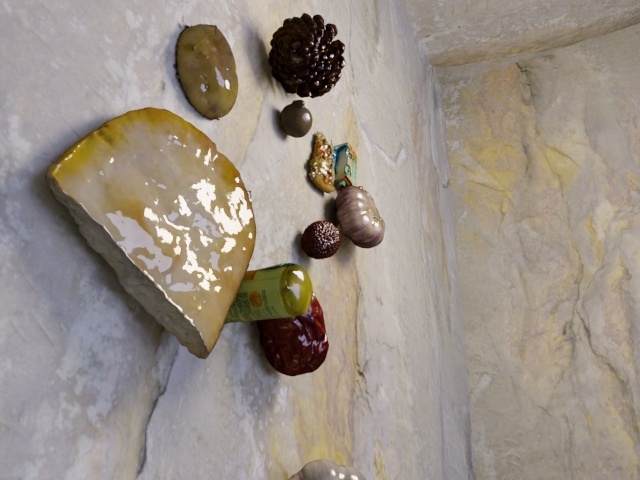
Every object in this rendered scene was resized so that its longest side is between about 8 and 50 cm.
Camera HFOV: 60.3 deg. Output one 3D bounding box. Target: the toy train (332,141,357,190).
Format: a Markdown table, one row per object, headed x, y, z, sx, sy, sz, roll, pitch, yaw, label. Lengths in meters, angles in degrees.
| x | y | z | sx | sy | sz | roll | pitch | yaw | label |
| --- | --- | --- | --- | --- | --- | --- | --- | --- | --- |
| 0.085 | -0.263 | 2.010 | 0.099 | 0.072 | 0.187 | 50 | 37 | -53 | toy train |

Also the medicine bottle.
| x | y | z | sx | sy | sz | roll | pitch | yaw | label |
| --- | --- | --- | --- | --- | --- | --- | --- | --- | --- |
| -0.132 | 0.120 | 1.230 | 0.124 | 0.239 | 0.124 | -11 | 90 | -67 | medicine bottle |

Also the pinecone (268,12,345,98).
| x | y | z | sx | sy | sz | roll | pitch | yaw | label |
| --- | --- | --- | --- | --- | --- | --- | --- | --- | --- |
| -0.036 | -0.566 | 1.731 | 0.292 | 0.247 | 0.246 | 17 | 63 | -82 | pinecone |

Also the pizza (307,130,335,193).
| x | y | z | sx | sy | sz | roll | pitch | yaw | label |
| --- | --- | --- | --- | --- | --- | --- | --- | --- | --- |
| 0.019 | -0.262 | 1.881 | 0.147 | 0.069 | 0.226 | 52 | 37 | -38 | pizza |

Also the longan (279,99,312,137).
| x | y | z | sx | sy | sz | roll | pitch | yaw | label |
| --- | --- | --- | --- | --- | --- | --- | --- | --- | --- |
| -0.074 | -0.378 | 1.698 | 0.106 | 0.106 | 0.119 | -54 | 159 | -56 | longan |

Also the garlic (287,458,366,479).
| x | y | z | sx | sy | sz | roll | pitch | yaw | label |
| --- | --- | --- | --- | --- | --- | --- | --- | --- | --- |
| 0.004 | 0.650 | 1.378 | 0.253 | 0.245 | 0.244 | -165 | -120 | -78 | garlic |

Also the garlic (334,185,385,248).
| x | y | z | sx | sy | sz | roll | pitch | yaw | label |
| --- | --- | --- | --- | --- | --- | --- | --- | --- | --- |
| 0.126 | -0.073 | 1.925 | 0.245 | 0.161 | 0.244 | 49 | 20 | -25 | garlic |

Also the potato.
| x | y | z | sx | sy | sz | roll | pitch | yaw | label |
| --- | --- | --- | --- | --- | --- | --- | --- | --- | --- |
| -0.276 | -0.418 | 1.335 | 0.138 | 0.098 | 0.243 | -36 | 110 | -60 | potato |

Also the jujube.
| x | y | z | sx | sy | sz | roll | pitch | yaw | label |
| --- | --- | --- | --- | --- | --- | --- | --- | --- | --- |
| -0.071 | 0.218 | 1.383 | 0.174 | 0.174 | 0.250 | -36 | 112 | -62 | jujube |

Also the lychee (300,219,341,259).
| x | y | z | sx | sy | sz | roll | pitch | yaw | label |
| --- | --- | --- | --- | --- | --- | --- | --- | --- | --- |
| 0.000 | 0.004 | 1.671 | 0.123 | 0.124 | 0.129 | 58 | 29 | -34 | lychee |

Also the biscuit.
| x | y | z | sx | sy | sz | roll | pitch | yaw | label |
| --- | --- | --- | --- | --- | --- | --- | --- | --- | --- |
| -0.300 | -0.061 | 1.102 | 0.429 | 0.104 | 0.446 | 48 | 37 | -26 | biscuit |
